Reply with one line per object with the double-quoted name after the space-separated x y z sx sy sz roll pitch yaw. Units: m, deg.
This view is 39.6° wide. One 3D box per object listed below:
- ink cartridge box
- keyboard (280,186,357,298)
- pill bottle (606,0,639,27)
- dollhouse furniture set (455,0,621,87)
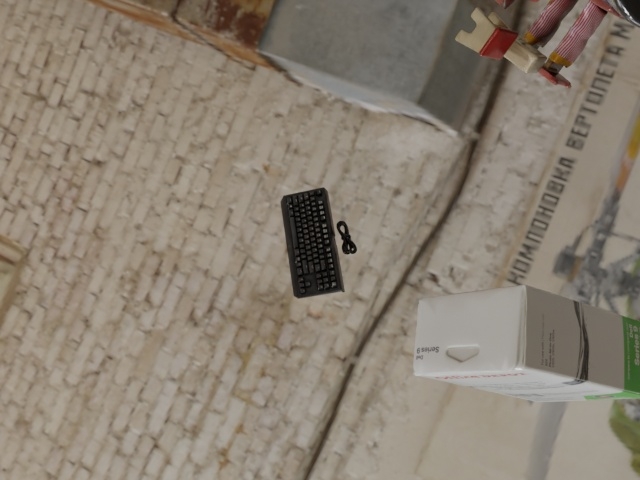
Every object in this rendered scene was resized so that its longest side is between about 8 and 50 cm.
0.311 0.159 1.310 0.289 0.211 0.121 17 -110 -36 "ink cartridge box"
0.000 0.000 1.392 0.023 0.108 0.180 81 180 -65 "keyboard"
0.391 -0.332 1.069 0.219 0.123 0.122 -79 0 -64 "pill bottle"
0.465 -0.446 1.848 0.374 0.152 0.201 -11 -41 -56 "dollhouse furniture set"
